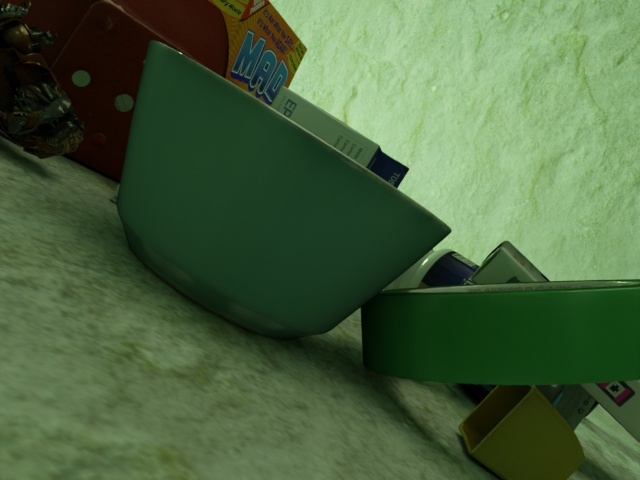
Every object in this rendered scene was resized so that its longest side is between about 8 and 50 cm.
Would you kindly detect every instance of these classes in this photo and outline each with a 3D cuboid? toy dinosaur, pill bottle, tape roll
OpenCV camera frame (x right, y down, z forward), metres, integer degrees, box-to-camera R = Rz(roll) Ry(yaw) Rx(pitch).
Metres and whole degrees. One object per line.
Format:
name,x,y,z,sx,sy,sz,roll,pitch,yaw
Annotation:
toy dinosaur,-0.364,-0.201,0.675,0.322,0.164,0.218,19,-36,4
pill bottle,0.254,0.109,1.327,0.264,0.153,0.153,33,4,30
tape roll,0.200,0.082,0.701,0.321,0.077,0.321,-3,-2,0

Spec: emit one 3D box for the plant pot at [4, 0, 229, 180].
plant pot,-0.271,-0.223,0.904,0.267,0.267,0.236,29,17,-38

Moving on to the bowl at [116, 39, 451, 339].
bowl,-0.056,-0.025,0.639,0.311,0.163,0.311,32,5,-3

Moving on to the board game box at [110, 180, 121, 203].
board game box,-0.161,-0.025,0.812,0.154,0.026,0.103,31,5,-14

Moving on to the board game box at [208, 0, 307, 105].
board game box,-0.301,-0.386,1.545,0.356,0.356,0.356,28,3,15

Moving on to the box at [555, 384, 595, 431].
box,0.339,0.222,1.050,0.102,0.101,0.087,33,4,-10

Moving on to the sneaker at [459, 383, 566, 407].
sneaker,0.240,0.150,1.009,0.139,0.125,0.341,33,4,0

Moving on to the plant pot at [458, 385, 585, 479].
plant pot,0.186,0.178,0.632,0.083,0.081,0.081,43,4,2

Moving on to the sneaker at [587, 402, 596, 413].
sneaker,0.519,0.296,1.509,0.163,0.086,0.226,46,0,27

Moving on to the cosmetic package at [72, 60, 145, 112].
cosmetic package,-0.383,-0.338,1.181,0.284,0.097,0.377,35,-28,21

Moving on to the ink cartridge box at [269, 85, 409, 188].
ink cartridge box,-0.017,-0.066,0.999,0.224,0.223,0.045,30,5,-10

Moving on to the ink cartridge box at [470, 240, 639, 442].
ink cartridge box,0.360,0.149,0.940,0.371,0.069,0.176,43,14,11
